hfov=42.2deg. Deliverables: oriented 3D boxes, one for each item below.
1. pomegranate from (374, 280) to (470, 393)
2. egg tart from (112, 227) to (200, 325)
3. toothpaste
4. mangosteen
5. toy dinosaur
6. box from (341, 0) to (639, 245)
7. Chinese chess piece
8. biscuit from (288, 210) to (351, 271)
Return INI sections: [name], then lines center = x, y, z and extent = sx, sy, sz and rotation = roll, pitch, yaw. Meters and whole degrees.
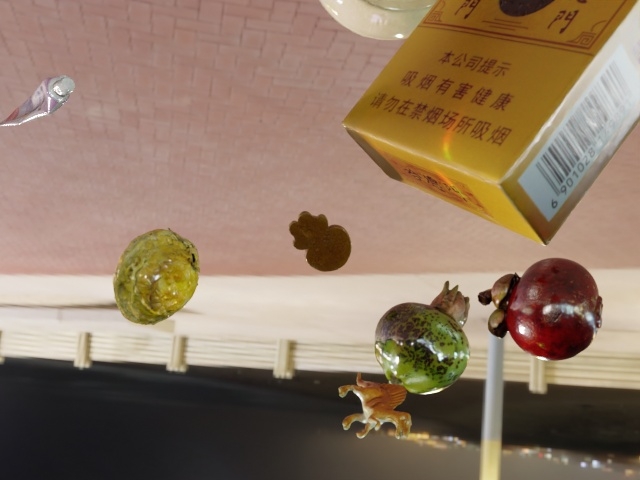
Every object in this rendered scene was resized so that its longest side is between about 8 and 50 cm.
[pomegranate]
center = 0.249, 0.229, 1.901
extent = 0.222, 0.204, 0.276
rotation = 29, -148, 24
[egg tart]
center = -0.193, 0.046, 1.009
extent = 0.052, 0.130, 0.130
rotation = 23, -178, 40
[toothpaste]
center = -0.565, -0.268, 1.627
extent = 0.301, 0.075, 0.048
rotation = -11, 143, 46
[mangosteen]
center = 0.454, 0.142, 1.731
extent = 0.257, 0.215, 0.215
rotation = 1, 167, 27
[toy dinosaur]
center = 0.105, 0.289, 1.530
extent = 0.142, 0.212, 0.057
rotation = -18, 121, 22
[box]
center = 0.242, -0.222, 0.868
extent = 0.116, 0.415, 0.264
rotation = 42, 174, -36
[Chinese chess piece]
center = 0.140, -0.577, 1.702
extent = 0.338, 0.338, 0.140
rotation = 7, 164, -8
[biscuit]
center = 0.000, 0.000, 1.996
extent = 0.175, 0.124, 0.026
rotation = 44, -175, -23
